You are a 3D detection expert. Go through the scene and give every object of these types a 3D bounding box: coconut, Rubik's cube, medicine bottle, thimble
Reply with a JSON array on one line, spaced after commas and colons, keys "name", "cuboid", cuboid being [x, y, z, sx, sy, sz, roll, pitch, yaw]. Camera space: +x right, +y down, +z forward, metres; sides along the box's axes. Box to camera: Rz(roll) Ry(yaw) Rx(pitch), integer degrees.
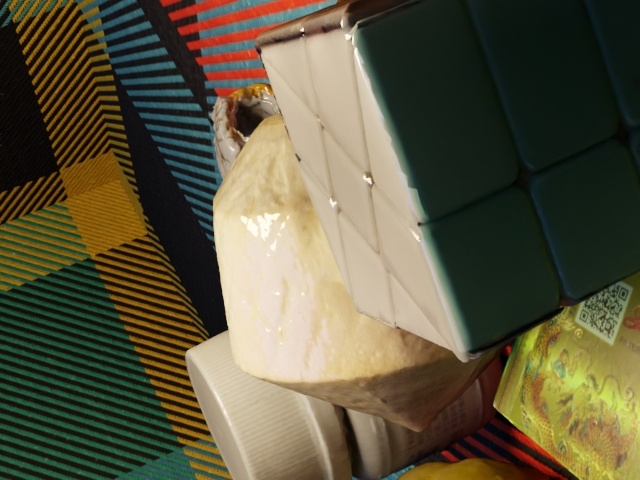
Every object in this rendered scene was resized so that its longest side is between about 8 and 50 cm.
[{"name": "coconut", "cuboid": [0.056, 0.028, 0.996, 0.329, 0.329, 0.329, 58, 162, 31]}, {"name": "Rubik's cube", "cuboid": [0.115, -0.081, 0.744, 0.231, 0.225, 0.221, 69, 166, -12]}, {"name": "medicine bottle", "cuboid": [0.024, 0.155, 1.231, 0.245, 0.306, 0.245, 58, 162, 32]}, {"name": "thimble", "cuboid": [-0.081, -0.132, 1.513, 0.118, 0.127, 0.151, 99, 150, -61]}]

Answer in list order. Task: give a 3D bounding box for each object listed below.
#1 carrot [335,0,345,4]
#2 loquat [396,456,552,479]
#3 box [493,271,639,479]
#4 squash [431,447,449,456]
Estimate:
[{"name": "carrot", "cuboid": [0.058, -0.261, 1.006, 0.066, 0.066, 0.314, 62, 161, 17]}, {"name": "loquat", "cuboid": [0.176, 0.361, 1.127, 0.276, 0.276, 0.284, 90, 173, -55]}, {"name": "box", "cuboid": [0.247, 0.115, 0.779, 0.311, 0.043, 0.173, 38, 116, 59]}, {"name": "squash", "cuboid": [0.094, 0.195, 1.508, 0.252, 0.066, 0.066, 54, 160, 36]}]
